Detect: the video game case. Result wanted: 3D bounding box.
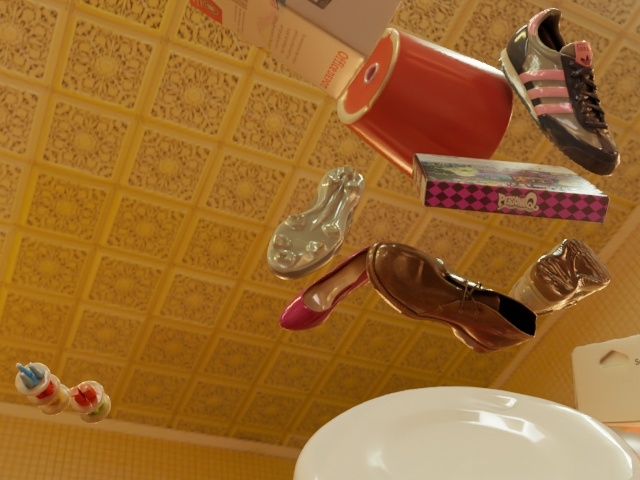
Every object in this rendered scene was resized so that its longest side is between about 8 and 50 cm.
[{"bbox_3d":[0.250,-0.078,0.963,0.231,0.210,0.042,5,-74,1],"label":"video game case"}]

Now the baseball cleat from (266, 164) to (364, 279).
[{"bbox_3d":[0.000,0.000,0.784,0.072,0.206,0.110,23,-48,15],"label":"baseball cleat"}]

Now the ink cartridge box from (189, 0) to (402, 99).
[{"bbox_3d":[-0.050,-0.379,1.087,0.306,0.226,0.131,30,-99,-7],"label":"ink cartridge box"}]

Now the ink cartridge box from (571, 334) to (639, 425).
[{"bbox_3d":[0.408,0.156,0.749,0.212,0.093,0.154,8,-18,-15],"label":"ink cartridge box"}]

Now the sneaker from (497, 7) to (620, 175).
[{"bbox_3d":[0.419,-0.257,1.164,0.112,0.319,0.131,-5,-34,-35],"label":"sneaker"}]

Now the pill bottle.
[{"bbox_3d":[0.074,0.233,0.344,0.160,0.160,0.283,-5,-79,-7],"label":"pill bottle"}]

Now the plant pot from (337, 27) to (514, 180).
[{"bbox_3d":[0.183,-0.258,1.313,0.243,0.275,0.275,24,-61,-25],"label":"plant pot"}]

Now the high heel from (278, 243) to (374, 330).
[{"bbox_3d":[0.023,0.090,1.363,0.244,0.082,0.117,-25,-26,-17],"label":"high heel"}]

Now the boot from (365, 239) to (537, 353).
[{"bbox_3d":[0.206,0.078,1.050,0.305,0.112,0.115,29,-26,-25],"label":"boot"}]

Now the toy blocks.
[{"bbox_3d":[-0.399,0.229,1.066,0.123,0.054,0.148,9,-30,4],"label":"toy blocks"}]

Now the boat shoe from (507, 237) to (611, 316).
[{"bbox_3d":[0.432,0.074,1.259,0.302,0.109,0.098,-14,-26,-49],"label":"boat shoe"}]
